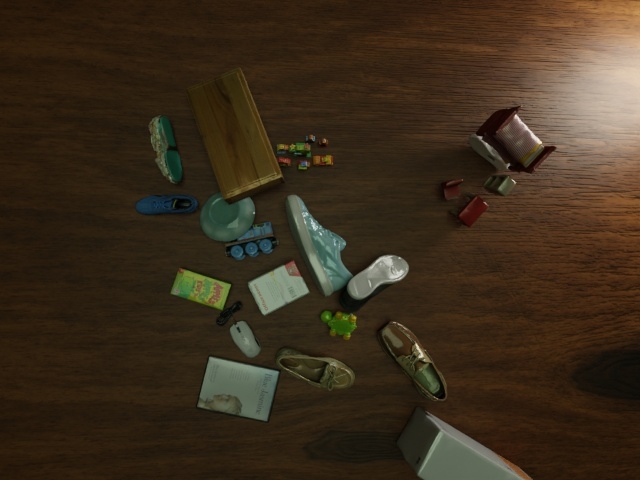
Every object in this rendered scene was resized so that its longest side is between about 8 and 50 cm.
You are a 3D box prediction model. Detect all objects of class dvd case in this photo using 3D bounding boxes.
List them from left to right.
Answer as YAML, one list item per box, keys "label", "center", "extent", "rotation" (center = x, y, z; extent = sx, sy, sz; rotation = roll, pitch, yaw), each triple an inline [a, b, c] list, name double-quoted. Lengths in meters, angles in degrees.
- label: "dvd case"
  center: [-0.278, 0.506, 1.437]
  extent: [0.253, 0.022, 0.180]
  rotation: [13, 86, -5]

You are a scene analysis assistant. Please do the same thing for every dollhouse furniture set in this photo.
- label: "dollhouse furniture set"
  center: [0.575, -0.242, 1.441]
  extent: [0.201, 0.152, 0.374]
  rotation: [39, 95, -12]

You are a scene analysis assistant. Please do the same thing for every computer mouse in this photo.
- label: "computer mouse"
  center: [-0.268, 0.313, 1.436]
  extent: [0.106, 0.042, 0.193]
  rotation: [-33, 91, -7]

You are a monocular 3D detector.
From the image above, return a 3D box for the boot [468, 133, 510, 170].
- label: "boot"
  center: [0.632, -0.345, 1.547]
  extent: [0.190, 0.069, 0.086]
  rotation: [39, 79, -12]

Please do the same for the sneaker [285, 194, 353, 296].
- label: "sneaker"
  center: [0.000, 0.000, 1.443]
  extent: [0.150, 0.135, 0.366]
  rotation: [-25, 99, -14]

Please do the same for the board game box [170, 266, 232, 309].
- label: "board game box"
  center: [-0.401, 0.162, 1.428]
  extent: [0.181, 0.043, 0.092]
  rotation: [19, 86, -5]

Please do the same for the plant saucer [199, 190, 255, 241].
- label: "plant saucer"
  center: [-0.319, -0.093, 1.418]
  extent: [0.194, 0.037, 0.195]
  rotation: [-2, 69, 5]

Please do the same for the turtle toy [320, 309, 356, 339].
- label: "turtle toy"
  center: [0.063, 0.279, 1.458]
  extent: [0.130, 0.066, 0.095]
  rotation: [17, 110, -3]

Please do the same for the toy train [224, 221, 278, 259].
- label: "toy train"
  center: [-0.238, 0.001, 1.438]
  extent: [0.184, 0.080, 0.105]
  rotation: [-13, 80, -4]

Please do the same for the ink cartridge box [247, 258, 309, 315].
- label: "ink cartridge box"
  center: [-0.143, 0.158, 1.439]
  extent: [0.175, 0.072, 0.127]
  rotation: [-26, 91, -6]

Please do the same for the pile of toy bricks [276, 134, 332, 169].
- label: "pile of toy bricks"
  center: [-0.060, -0.308, 1.451]
  extent: [0.212, 0.105, 0.118]
  rotation: [-2, 88, -6]

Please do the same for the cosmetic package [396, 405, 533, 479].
- label: "cosmetic package"
  center: [0.505, 0.766, 1.402]
  extent: [0.453, 0.230, 0.162]
  rotation: [32, 84, -4]

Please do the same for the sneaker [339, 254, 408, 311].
- label: "sneaker"
  center: [0.176, 0.148, 1.466]
  extent: [0.295, 0.147, 0.105]
  rotation: [-25, 71, -36]

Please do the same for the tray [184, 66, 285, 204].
- label: "tray"
  center: [-0.286, -0.349, 1.404]
  extent: [0.202, 0.076, 0.411]
  rotation: [-22, 80, 0]

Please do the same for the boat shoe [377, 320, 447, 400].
- label: "boat shoe"
  center: [0.330, 0.416, 1.452]
  extent: [0.122, 0.120, 0.324]
  rotation: [-41, 92, -6]

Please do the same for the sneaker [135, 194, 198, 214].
- label: "sneaker"
  center: [-0.518, -0.123, 1.411]
  extent: [0.209, 0.082, 0.069]
  rotation: [-2, 90, -4]

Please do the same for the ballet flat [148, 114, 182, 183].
- label: "ballet flat"
  center: [-0.527, -0.301, 1.428]
  extent: [0.077, 0.091, 0.241]
  rotation: [-14, 84, 24]

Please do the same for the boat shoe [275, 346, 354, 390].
- label: "boat shoe"
  center: [-0.018, 0.445, 1.431]
  extent: [0.285, 0.089, 0.105]
  rotation: [16, 86, -5]
